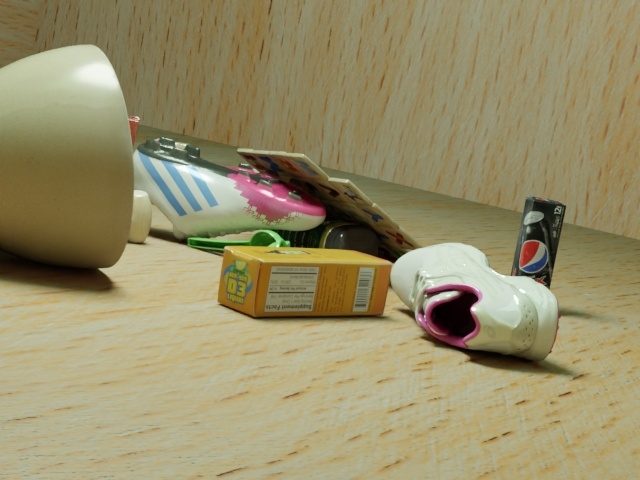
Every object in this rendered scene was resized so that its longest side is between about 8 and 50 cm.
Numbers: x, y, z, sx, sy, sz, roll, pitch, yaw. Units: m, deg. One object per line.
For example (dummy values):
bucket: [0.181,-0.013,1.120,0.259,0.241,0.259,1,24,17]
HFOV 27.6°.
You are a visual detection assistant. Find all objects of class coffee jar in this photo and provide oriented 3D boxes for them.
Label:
coffee jar: [0.000,0.000,2.035,0.096,0.079,0.184,-5,16,-43]

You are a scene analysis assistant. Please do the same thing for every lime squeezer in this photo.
lime squeezer: [-0.090,0.018,1.878,0.110,0.059,0.310,7,9,-25]

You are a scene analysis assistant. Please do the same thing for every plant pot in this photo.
plant pot: [-0.368,-0.098,1.615,0.191,0.284,0.284,-5,14,-27]

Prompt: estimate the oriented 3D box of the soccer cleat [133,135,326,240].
soccer cleat: [-0.150,-0.052,2.020,0.331,0.143,0.116,20,14,18]

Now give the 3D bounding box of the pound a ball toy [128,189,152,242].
pound a ball toy: [-0.402,-0.075,1.849,0.208,0.136,0.319,14,9,26]

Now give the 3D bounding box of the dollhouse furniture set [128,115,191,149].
dollhouse furniture set: [-0.280,-0.132,2.346,0.374,0.152,0.201,10,8,-5]

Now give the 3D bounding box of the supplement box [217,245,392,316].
supplement box: [-0.018,0.052,1.655,0.233,0.080,0.078,5,8,-44]

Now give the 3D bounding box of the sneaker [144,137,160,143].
sneaker: [-0.300,-0.145,2.570,0.103,0.111,0.252,11,8,4]

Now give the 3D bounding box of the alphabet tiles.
alphabet tiles: [0.015,-0.051,2.066,0.285,0.011,0.342,41,-14,-26]

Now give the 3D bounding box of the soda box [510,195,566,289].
soda box: [0.329,0.020,1.994,0.053,0.169,0.060,9,8,-4]

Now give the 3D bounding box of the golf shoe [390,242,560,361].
golf shoe: [0.165,0.069,1.660,0.140,0.115,0.306,1,10,-32]
